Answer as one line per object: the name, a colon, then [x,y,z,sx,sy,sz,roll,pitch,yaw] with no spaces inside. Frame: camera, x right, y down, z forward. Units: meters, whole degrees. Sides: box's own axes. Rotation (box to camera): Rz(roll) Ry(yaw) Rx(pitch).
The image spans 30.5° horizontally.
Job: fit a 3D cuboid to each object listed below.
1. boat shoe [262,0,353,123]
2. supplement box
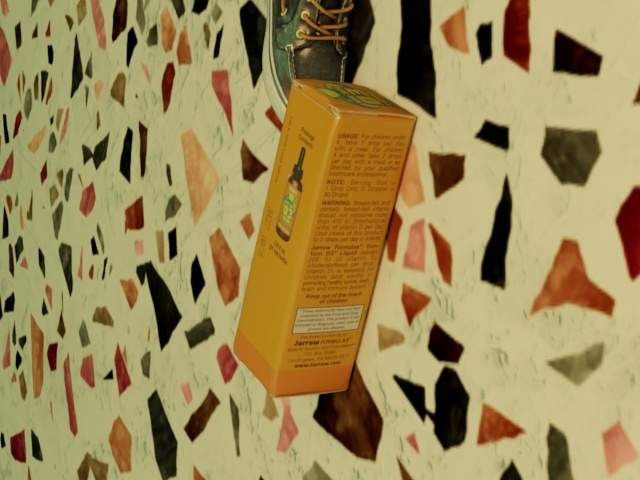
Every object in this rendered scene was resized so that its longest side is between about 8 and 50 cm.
boat shoe: [-0.003,-0.171,0.906,0.083,0.065,0.183,-30,64,57]
supplement box: [0.000,0.000,0.893,0.078,0.080,0.233,43,127,50]
